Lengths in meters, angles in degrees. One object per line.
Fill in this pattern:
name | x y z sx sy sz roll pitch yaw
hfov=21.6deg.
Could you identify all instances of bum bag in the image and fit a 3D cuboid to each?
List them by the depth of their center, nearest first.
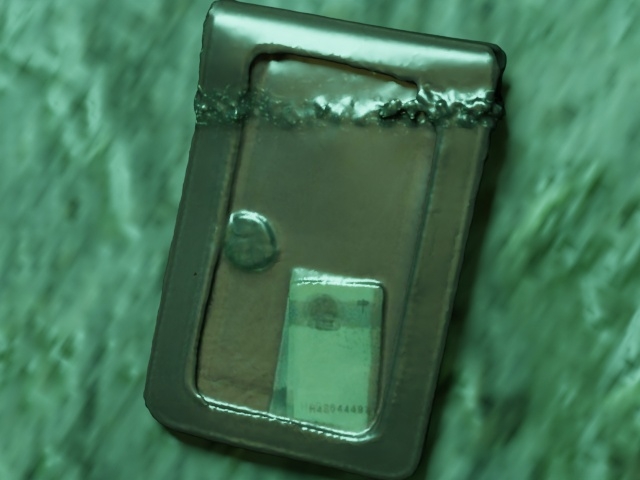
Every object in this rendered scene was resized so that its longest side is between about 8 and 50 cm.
bum bag | 0.000 0.000 0.593 0.109 0.026 0.159 13 98 9
